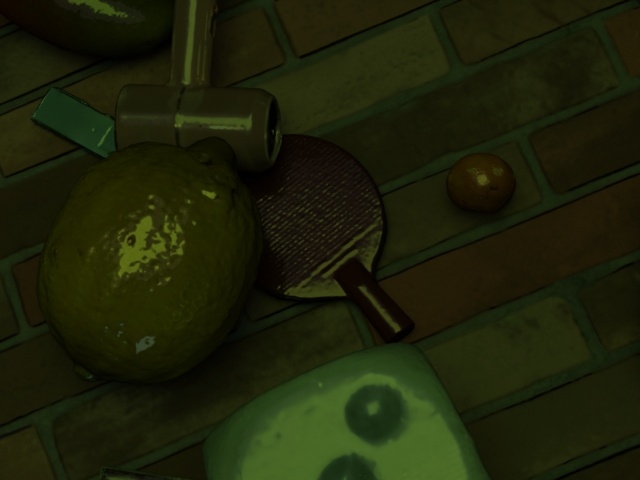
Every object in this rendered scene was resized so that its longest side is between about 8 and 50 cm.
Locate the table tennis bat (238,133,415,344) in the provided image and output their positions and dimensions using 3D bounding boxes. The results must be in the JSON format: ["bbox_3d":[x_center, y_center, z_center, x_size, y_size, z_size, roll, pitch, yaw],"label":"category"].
[{"bbox_3d":[0.000,0.000,1.846,0.200,0.038,0.310,-39,72,-6],"label":"table tennis bat"}]

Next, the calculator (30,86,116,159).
[{"bbox_3d":[-0.282,-0.137,1.931,0.172,0.018,0.057,28,76,14],"label":"calculator"}]

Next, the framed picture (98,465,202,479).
[{"bbox_3d":[-0.194,0.383,1.762,0.173,0.010,0.231,8,74,9],"label":"framed picture"}]

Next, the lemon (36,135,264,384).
[{"bbox_3d":[-0.191,0.021,1.749,0.245,0.245,0.320,28,86,14],"label":"lemon"}]

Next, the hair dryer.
[{"bbox_3d":[-0.139,-0.255,1.854,0.189,0.107,0.344,2,86,10],"label":"hair dryer"}]

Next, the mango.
[{"bbox_3d":[-0.322,-0.317,1.933,0.289,0.129,0.146,34,59,8],"label":"mango"}]

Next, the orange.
[{"bbox_3d":[0.192,-0.069,1.824,0.083,0.083,0.070,6,85,8],"label":"orange"}]

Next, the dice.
[{"bbox_3d":[0.043,0.281,1.635,0.268,0.265,0.263,-24,71,-1],"label":"dice"}]
